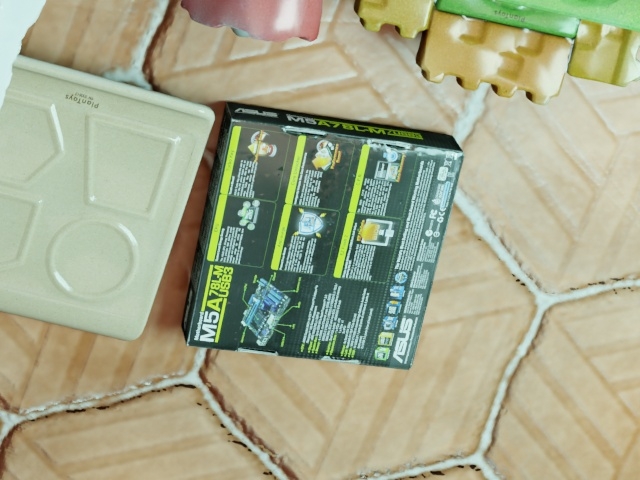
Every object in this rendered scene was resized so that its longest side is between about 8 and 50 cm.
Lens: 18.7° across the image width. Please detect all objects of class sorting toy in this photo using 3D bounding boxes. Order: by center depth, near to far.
[{"bbox_3d":[-0.198,-0.034,1.435,0.193,0.038,0.208,14,114,-16],"label":"sorting toy"}]

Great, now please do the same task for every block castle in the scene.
[{"bbox_3d":[0.144,-0.172,1.272,0.453,0.303,0.213,11,107,-5],"label":"block castle"}]

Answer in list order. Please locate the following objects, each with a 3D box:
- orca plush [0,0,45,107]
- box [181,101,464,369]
[{"bbox_3d":[-0.188,-0.195,1.130,0.102,0.151,0.287,31,121,21],"label":"orca plush"},{"bbox_3d":[0.000,0.000,1.480,0.184,0.045,0.190,7,112,-11],"label":"box"}]
